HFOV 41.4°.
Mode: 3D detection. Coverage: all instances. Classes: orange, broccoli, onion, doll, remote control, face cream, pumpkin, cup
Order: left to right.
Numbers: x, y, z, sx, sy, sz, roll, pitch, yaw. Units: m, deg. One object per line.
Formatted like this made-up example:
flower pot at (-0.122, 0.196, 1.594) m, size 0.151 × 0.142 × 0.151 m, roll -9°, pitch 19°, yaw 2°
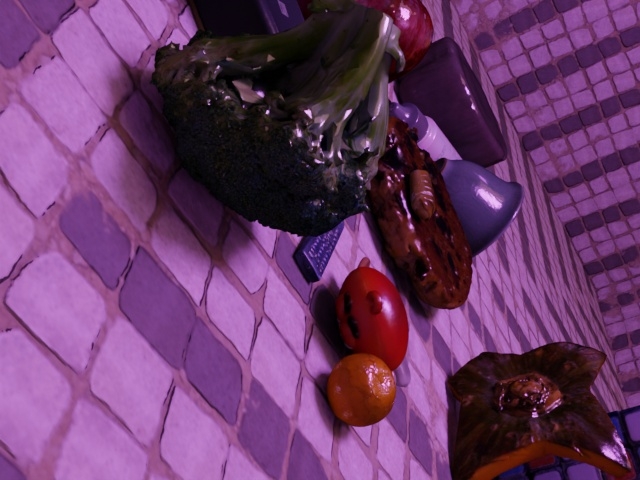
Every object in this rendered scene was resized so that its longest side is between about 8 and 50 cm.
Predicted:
broccoli at (-0.032, -0.135, 0.842) m, size 0.265 × 0.245 × 0.294 m, roll 36°, pitch 9°, yaw -23°
remote control at (0.001, 0.000, 1.065) m, size 0.152 × 0.027 × 0.043 m, roll -63°, pitch 134°, yaw -61°
onion at (0.047, -0.329, 1.277) m, size 0.246 × 0.190 × 0.246 m, roll 35°, pitch 10°, yaw -7°
orange at (0.044, 0.165, 0.937) m, size 0.083 × 0.070 × 0.083 m, roll 32°, pitch 46°, yaw -40°
doll at (0.068, 0.109, 1.043) m, size 0.217 × 0.085 × 0.183 m, roll 53°, pitch 21°, yaw -78°
face cream at (0.206, -0.178, 1.644) m, size 0.311 × 0.092 × 0.092 m, roll 42°, pitch 32°, yaw -50°
cup at (0.259, -0.079, 1.595) m, size 0.150 × 0.199 × 0.199 m, roll 41°, pitch 28°, yaw -15°
pumpkin at (0.327, 0.253, 1.293) m, size 0.290 × 0.258 × 0.095 m, roll -78°, pitch 161°, yaw -59°

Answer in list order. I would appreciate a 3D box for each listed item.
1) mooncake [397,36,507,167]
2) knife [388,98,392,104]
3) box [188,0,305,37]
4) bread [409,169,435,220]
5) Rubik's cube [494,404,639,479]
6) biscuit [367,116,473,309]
mooncake at (0.289, -0.288, 1.872) m, size 0.306 × 0.154 × 0.306 m, roll 50°, pitch 28°, yaw -39°
knife at (0.153, -0.234, 1.679) m, size 0.230 × 0.028 × 0.060 m, roll 12°, pitch 70°, yaw -69°
box at (-0.082, -0.271, 1.049) m, size 0.144 × 0.090 × 0.201 m, roll -7°, pitch 76°, yaw -68°
bread at (0.157, -0.072, 1.298) m, size 0.049 × 0.034 × 0.088 m, roll 53°, pitch 28°, yaw -44°
Rubik's cube at (0.478, 0.455, 1.390) m, size 0.287 × 0.292 × 0.293 m, roll 32°, pitch 42°, yaw -55°
biscuit at (0.156, -0.041, 1.404) m, size 0.289 × 0.081 × 0.334 m, roll -6°, pitch 76°, yaw -64°
